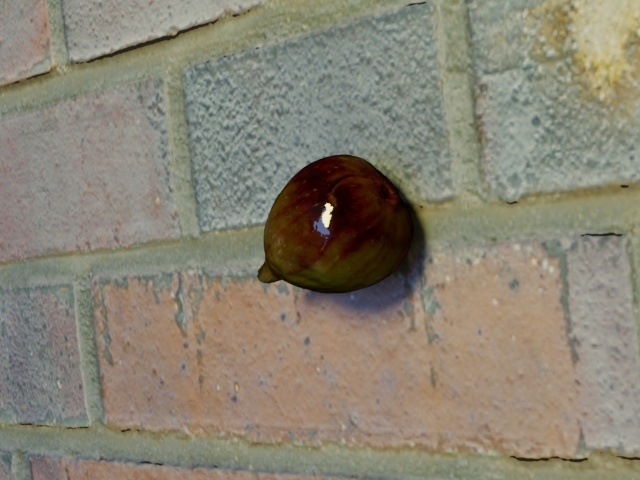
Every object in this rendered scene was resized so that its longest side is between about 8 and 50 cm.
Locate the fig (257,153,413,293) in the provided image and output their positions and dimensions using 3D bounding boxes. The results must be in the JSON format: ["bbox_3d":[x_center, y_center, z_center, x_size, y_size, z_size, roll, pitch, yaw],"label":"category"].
[{"bbox_3d":[0.000,0.000,1.145,0.155,0.103,0.109,-41,42,35],"label":"fig"}]
